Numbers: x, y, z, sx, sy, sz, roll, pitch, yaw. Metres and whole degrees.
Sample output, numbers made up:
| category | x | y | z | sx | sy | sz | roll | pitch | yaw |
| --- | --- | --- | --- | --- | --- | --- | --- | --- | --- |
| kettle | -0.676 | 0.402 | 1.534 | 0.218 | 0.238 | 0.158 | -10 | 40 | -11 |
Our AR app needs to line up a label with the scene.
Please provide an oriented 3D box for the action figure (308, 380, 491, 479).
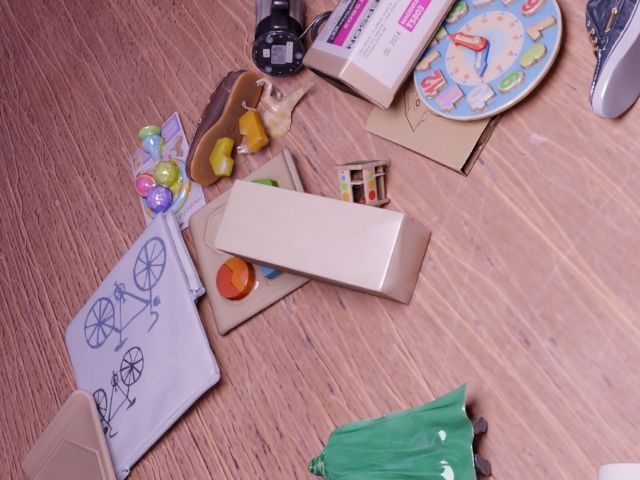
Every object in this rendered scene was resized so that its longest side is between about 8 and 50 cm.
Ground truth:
| category | x | y | z | sx | sy | sz | roll | pitch | yaw |
| --- | --- | --- | --- | --- | --- | --- | --- | --- | --- |
| action figure | 0.081 | 0.249 | 1.027 | 0.232 | 0.063 | 0.137 | -15 | 63 | 33 |

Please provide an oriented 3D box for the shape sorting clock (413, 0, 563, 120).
| category | x | y | z | sx | sy | sz | roll | pitch | yaw |
| --- | --- | --- | --- | --- | --- | --- | --- | --- | --- |
| shape sorting clock | 0.208 | -0.246 | 1.132 | 0.206 | 0.040 | 0.206 | -19 | 58 | 34 |

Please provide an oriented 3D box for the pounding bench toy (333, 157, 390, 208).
| category | x | y | z | sx | sy | sz | roll | pitch | yaw |
| --- | --- | --- | --- | --- | --- | --- | --- | --- | --- |
| pounding bench toy | 0.067 | -0.076 | 1.207 | 0.052 | 0.083 | 0.065 | 3 | 104 | 46 |

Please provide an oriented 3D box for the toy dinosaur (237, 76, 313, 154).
| category | x | y | z | sx | sy | sz | roll | pitch | yaw |
| --- | --- | --- | --- | --- | --- | --- | --- | --- | --- |
| toy dinosaur | -0.069 | -0.210 | 1.405 | 0.183 | 0.053 | 0.093 | -42 | 63 | 30 |

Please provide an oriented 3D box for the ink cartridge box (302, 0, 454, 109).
| category | x | y | z | sx | sy | sz | roll | pitch | yaw |
| --- | --- | --- | --- | --- | --- | --- | --- | --- | --- |
| ink cartridge box | 0.090 | -0.313 | 1.227 | 0.235 | 0.088 | 0.193 | -57 | 22 | 5 |

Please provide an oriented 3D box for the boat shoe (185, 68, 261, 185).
| category | x | y | z | sx | sy | sz | roll | pitch | yaw |
| --- | --- | --- | --- | --- | --- | --- | --- | --- | --- |
| boat shoe | -0.167 | -0.187 | 1.460 | 0.073 | 0.073 | 0.207 | 18 | 76 | 47 |

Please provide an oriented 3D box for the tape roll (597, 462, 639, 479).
| category | x | y | z | sx | sy | sz | roll | pitch | yaw |
| --- | --- | --- | --- | --- | --- | --- | --- | --- | --- |
| tape roll | 0.326 | 0.272 | 0.662 | 0.246 | 0.246 | 0.169 | -5 | 67 | 41 |

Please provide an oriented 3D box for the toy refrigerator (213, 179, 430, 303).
| category | x | y | z | sx | sy | sz | roll | pitch | yaw |
| --- | --- | --- | --- | --- | --- | --- | --- | --- | --- |
| toy refrigerator | 0.000 | 0.000 | 1.171 | 0.269 | 0.094 | 0.102 | 13 | 82 | 34 |

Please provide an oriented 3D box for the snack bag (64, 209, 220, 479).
| category | x | y | z | sx | sy | sz | roll | pitch | yaw |
| --- | --- | --- | --- | --- | --- | --- | --- | --- | --- |
| snack bag | -0.285 | 0.172 | 1.404 | 0.323 | 0.037 | 0.343 | -47 | 49 | 24 |

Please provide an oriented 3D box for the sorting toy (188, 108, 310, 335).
| category | x | y | z | sx | sy | sz | roll | pitch | yaw |
| --- | --- | --- | --- | --- | --- | --- | --- | --- | --- |
| sorting toy | -0.118 | -0.040 | 1.337 | 0.229 | 0.041 | 0.307 | -35 | 58 | 26 |

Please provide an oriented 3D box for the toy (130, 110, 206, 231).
| category | x | y | z | sx | sy | sz | roll | pitch | yaw |
| --- | --- | --- | --- | --- | --- | --- | --- | --- | --- |
| toy | -0.282 | -0.108 | 1.537 | 0.137 | 0.056 | 0.237 | -39 | 49 | 24 |

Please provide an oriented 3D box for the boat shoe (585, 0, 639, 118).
| category | x | y | z | sx | sy | sz | roll | pitch | yaw |
| --- | --- | --- | --- | --- | --- | --- | --- | --- | --- |
| boat shoe | 0.337 | -0.224 | 1.022 | 0.083 | 0.065 | 0.183 | 18 | 78 | 48 |

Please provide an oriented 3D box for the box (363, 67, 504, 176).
| category | x | y | z | sx | sy | sz | roll | pitch | yaw |
| --- | --- | --- | --- | --- | --- | --- | --- | --- | --- |
| box | 0.163 | -0.191 | 1.191 | 0.201 | 0.021 | 0.164 | 33 | 94 | 45 |

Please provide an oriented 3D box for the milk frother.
| category | x | y | z | sx | sy | sz | roll | pitch | yaw |
| --- | --- | --- | --- | --- | --- | --- | --- | --- | --- |
| milk frother | -0.029 | -0.338 | 1.395 | 0.135 | 0.143 | 0.129 | -92 | 22 | -44 |

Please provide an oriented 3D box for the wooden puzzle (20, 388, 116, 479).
| category | x | y | z | sx | sy | sz | roll | pitch | yaw |
| --- | --- | --- | --- | --- | --- | --- | --- | --- | --- |
| wooden puzzle | -0.379 | 0.388 | 1.381 | 0.221 | 0.044 | 0.239 | -51 | 52 | 26 |
